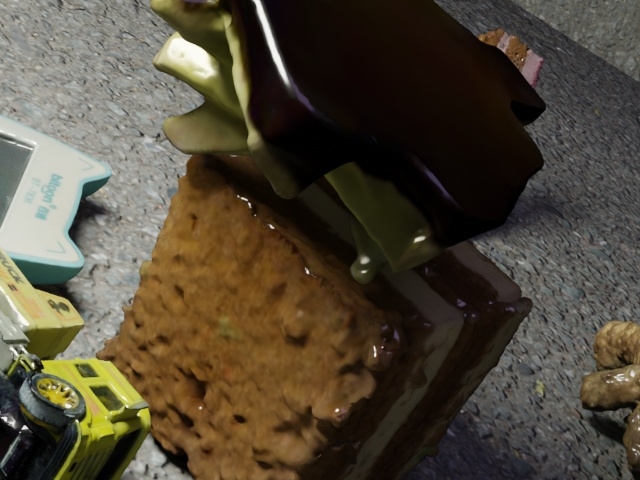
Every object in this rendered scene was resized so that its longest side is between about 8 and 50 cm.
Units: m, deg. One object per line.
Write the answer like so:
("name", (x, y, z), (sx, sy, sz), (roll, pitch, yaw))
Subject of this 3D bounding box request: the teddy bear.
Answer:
("teddy bear", (0.431, 0.217, 1.423), (0.246, 0.222, 0.296), (25, -15, 0))

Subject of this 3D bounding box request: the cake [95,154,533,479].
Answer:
("cake", (-0.005, 0.082, 1.077), (0.282, 0.255, 0.290), (43, 26, 23))

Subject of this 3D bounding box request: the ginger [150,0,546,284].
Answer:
("ginger", (0.002, -0.107, 0.962), (0.358, 0.211, 0.413), (34, 33, -22))

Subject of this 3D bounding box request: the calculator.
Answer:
("calculator", (-0.406, -0.078, 1.133), (0.386, 0.054, 0.256), (23, 30, -14))

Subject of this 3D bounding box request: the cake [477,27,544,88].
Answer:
("cake", (0.210, -0.156, 1.660), (0.116, 0.295, 0.113), (20, 11, -28))

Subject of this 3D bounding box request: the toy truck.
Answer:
("toy truck", (-0.251, 0.099, 0.940), (0.272, 0.124, 0.157), (43, 20, 26))
